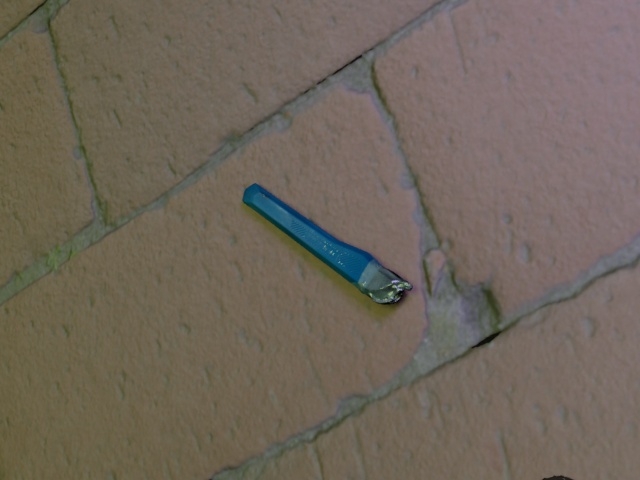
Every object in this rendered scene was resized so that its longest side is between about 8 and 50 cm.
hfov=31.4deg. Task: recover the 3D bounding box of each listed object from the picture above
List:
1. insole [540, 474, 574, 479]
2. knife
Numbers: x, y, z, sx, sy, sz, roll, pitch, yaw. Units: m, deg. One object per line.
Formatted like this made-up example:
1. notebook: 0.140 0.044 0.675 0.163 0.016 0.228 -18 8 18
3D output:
1. insole: 0.280 0.394 1.136 0.111 0.007 0.327 -27 65 27
2. knife: 0.001 0.001 1.409 0.296 0.026 0.044 36 97 37
